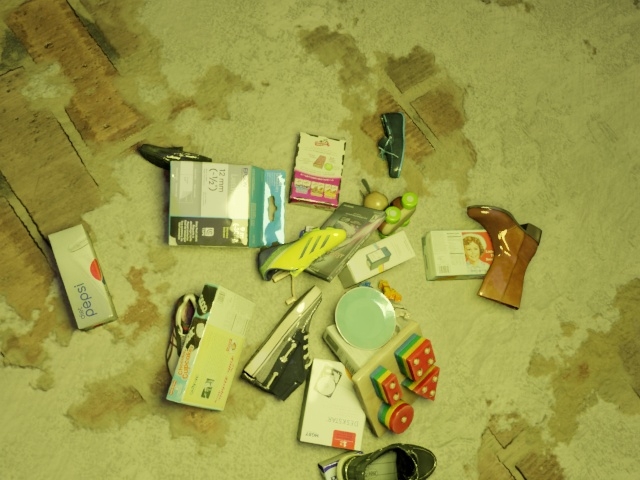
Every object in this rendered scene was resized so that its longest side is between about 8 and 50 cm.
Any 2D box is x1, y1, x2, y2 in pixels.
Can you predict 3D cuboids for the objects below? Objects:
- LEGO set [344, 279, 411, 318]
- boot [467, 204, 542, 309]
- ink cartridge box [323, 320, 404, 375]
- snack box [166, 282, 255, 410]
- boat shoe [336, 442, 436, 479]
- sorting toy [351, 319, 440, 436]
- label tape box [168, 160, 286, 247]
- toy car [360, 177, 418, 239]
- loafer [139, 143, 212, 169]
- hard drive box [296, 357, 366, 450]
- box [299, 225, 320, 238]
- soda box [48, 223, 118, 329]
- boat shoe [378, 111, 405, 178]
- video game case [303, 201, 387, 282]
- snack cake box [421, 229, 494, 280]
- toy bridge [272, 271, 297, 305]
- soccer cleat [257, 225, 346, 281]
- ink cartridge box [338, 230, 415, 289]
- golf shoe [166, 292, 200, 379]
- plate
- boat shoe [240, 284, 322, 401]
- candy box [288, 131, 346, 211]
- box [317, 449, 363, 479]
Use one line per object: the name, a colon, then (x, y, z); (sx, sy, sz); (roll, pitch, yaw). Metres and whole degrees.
LEGO set: (0.177, 0.169, 1.632); (0.227, 0.093, 0.087); (12, 116, -12)
boot: (0.546, 0.049, 1.652); (0.264, 0.096, 0.280); (26, 78, -12)
ink cartridge box: (0.153, 0.307, 1.561); (0.232, 0.066, 0.189); (-12, 46, -39)
snack box: (-0.297, 0.299, 1.456); (0.060, 0.187, 0.321); (5, 70, 31)
boat shoe: (0.214, 0.630, 1.450); (0.340, 0.113, 0.127); (14, 65, -29)
sorting toy: (0.238, 0.409, 1.482); (0.257, 0.089, 0.255); (-37, 126, -25)
label tape box: (-0.275, -0.105, 1.574); (0.348, 0.115, 0.249); (2, 91, -9)
toy car: (0.200, -0.121, 1.685); (0.149, 0.155, 0.188); (-40, 73, -17)
loafer: (-0.451, -0.259, 1.634); (0.223, 0.076, 0.078); (17, 68, -11)
hard drive box: (0.041, 0.473, 1.520); (0.181, 0.089, 0.232); (11, 74, -7)
box: (0.000, 0.000, 1.670); (0.136, 0.028, 0.081); (8, 74, -10)
soda box: (-0.672, 0.106, 1.483); (0.098, 0.091, 0.286); (-20, 80, -15)
boat shoe: (0.236, -0.320, 1.774); (0.089, 0.109, 0.258); (6, 58, -2)
video game case: (0.052, -0.003, 1.579); (0.274, 0.196, 0.026); (-48, 126, -18)
snack cake box: (0.477, 0.047, 1.714); (0.264, 0.089, 0.152); (-1, 74, -11)
toy bridge: (-0.118, 0.111, 1.619); (0.063, 0.026, 0.188); (-28, 82, -17)
soccer cleat: (-0.051, 0.043, 1.539); (0.289, 0.093, 0.121); (-19, 68, 17)
ink cartridge box: (0.163, 0.063, 1.617); (0.212, 0.154, 0.093); (-21, 82, -16)
golf shoe: (-0.384, 0.283, 1.477); (0.105, 0.120, 0.272); (0, 77, -12)
plate: (0.131, 0.230, 1.535); (0.188, 0.024, 0.188); (5, 69, -14)
boat shoe: (-0.070, 0.306, 1.531); (0.158, 0.127, 0.340); (40, 84, -3)
candy box: (-0.010, -0.223, 1.704); (0.159, 0.071, 0.233); (10, 74, -7)
box: (0.076, 0.681, 1.480); (0.126, 0.072, 0.137); (-16, 78, -15)
